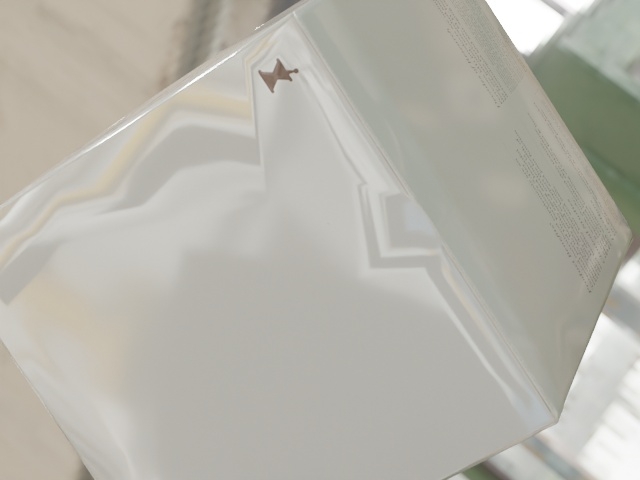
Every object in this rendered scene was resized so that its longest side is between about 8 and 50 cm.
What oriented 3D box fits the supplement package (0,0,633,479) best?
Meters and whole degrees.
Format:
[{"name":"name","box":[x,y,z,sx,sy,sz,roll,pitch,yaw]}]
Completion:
[{"name":"supplement package","box":[0.000,0.000,0.930,0.198,0.199,0.262,-31,6,22]}]
